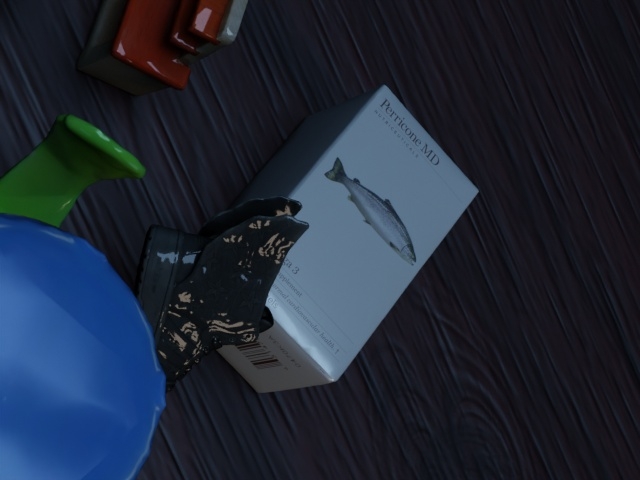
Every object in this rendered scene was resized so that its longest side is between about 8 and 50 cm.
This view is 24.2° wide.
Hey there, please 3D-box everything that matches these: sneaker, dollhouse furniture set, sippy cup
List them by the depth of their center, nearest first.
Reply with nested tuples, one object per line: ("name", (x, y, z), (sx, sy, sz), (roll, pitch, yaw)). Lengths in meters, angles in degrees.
("sippy cup", (-0.199, 0.083, 0.793), (0.240, 0.224, 0.305), (-1, 82, -31))
("sneaker", (-0.068, 0.049, 0.881), (0.089, 0.051, 0.170), (9, 115, -10))
("dollhouse furniture set", (-0.180, -0.191, 0.903), (0.259, 0.135, 0.262), (25, 70, -25))

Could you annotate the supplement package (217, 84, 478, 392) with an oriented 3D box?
("supplement package", (0.000, 0.000, 0.994), (0.105, 0.105, 0.179), (46, 62, -15))
